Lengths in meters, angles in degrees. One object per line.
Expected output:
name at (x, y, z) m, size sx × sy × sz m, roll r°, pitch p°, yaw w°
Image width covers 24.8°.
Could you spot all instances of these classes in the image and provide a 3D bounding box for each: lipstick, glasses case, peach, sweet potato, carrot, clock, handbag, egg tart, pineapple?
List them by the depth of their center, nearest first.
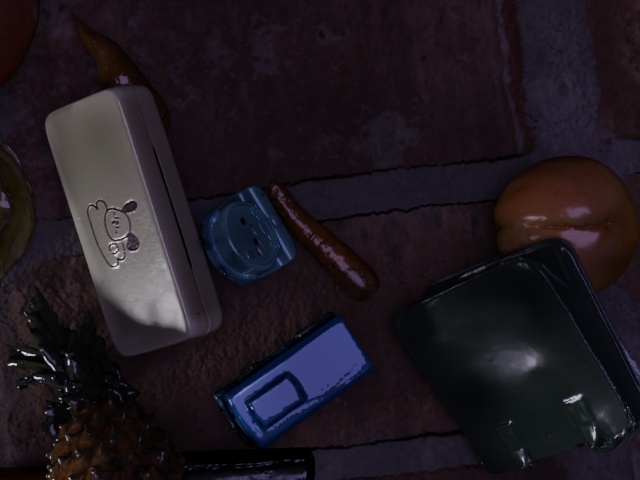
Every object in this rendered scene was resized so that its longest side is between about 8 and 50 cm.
pineapple at (-0.255, 0.201, 1.657) m, size 0.165 × 0.364 × 0.165 m, roll -11°, pitch 125°, yaw -16°
lipstick at (-0.214, 0.293, 1.731) m, size 0.418 × 0.077 × 0.077 m, roll -5°, pitch 89°, yaw 4°
egg tart at (-0.461, -0.044, 1.739) m, size 0.232 × 0.098 × 0.252 m, roll -13°, pitch 86°, yaw -11°
glasses case at (-0.224, -0.023, 1.746) m, size 0.131 × 0.070 × 0.313 m, roll -17°, pitch 91°, yaw 34°
handbag at (0.243, 0.149, 1.759) m, size 0.079 × 0.247 × 0.260 m, roll -32°, pitch 94°, yaw -48°
clock at (-0.098, 0.003, 1.764) m, size 0.045 × 0.147 × 0.108 m, roll -29°, pitch 93°, yaw 36°
sweet potato at (-0.247, -0.204, 1.791) m, size 0.056 × 0.056 × 0.195 m, roll -35°, pitch 90°, yaw -7°
peach at (0.306, -0.018, 1.798) m, size 0.184 × 0.184 × 0.184 m, roll 0°, pitch 88°, yaw -8°
carrot at (0.000, 0.000, 1.823) m, size 0.047 × 0.047 × 0.191 m, roll -44°, pitch 90°, yaw -7°

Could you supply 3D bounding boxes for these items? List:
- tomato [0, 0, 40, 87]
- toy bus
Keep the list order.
tomato at (-0.454, -0.277, 1.685) m, size 0.255 × 0.224 × 0.256 m, roll 0°, pitch 82°, yaw 0°
toy bus at (-0.033, 0.173, 1.779) m, size 0.184 × 0.106 × 0.090 m, roll -35°, pitch 95°, yaw -7°
